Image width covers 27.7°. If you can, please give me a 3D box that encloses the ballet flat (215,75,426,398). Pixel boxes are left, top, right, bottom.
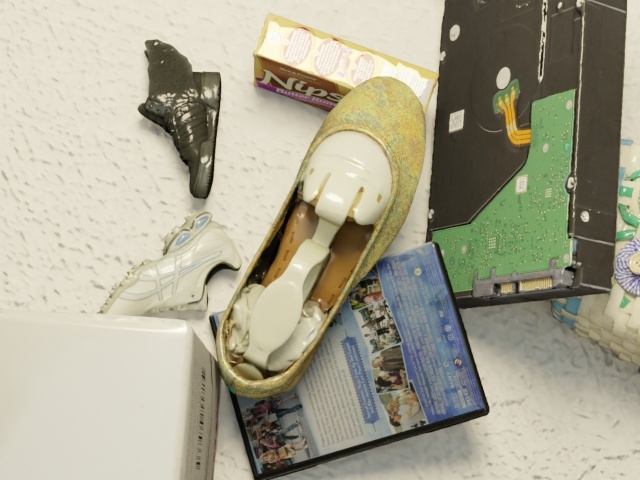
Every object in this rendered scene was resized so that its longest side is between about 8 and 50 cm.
[{"bbox_3d":[0.000,0.000,1.254,0.123,0.123,0.348,28,94,2],"label":"ballet flat"}]

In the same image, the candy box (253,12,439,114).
[{"bbox_3d":[0.023,-0.170,1.360,0.187,0.109,0.053,19,80,0],"label":"candy box"}]

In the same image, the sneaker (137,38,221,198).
[{"bbox_3d":[-0.153,-0.128,1.375,0.089,0.051,0.170,5,75,-2],"label":"sneaker"}]

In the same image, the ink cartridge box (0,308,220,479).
[{"bbox_3d":[-0.186,0.227,1.135,0.166,0.395,0.285,4,79,0],"label":"ink cartridge box"}]

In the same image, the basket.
[{"bbox_3d":[0.387,0.037,1.293,0.289,0.201,0.254,18,78,10],"label":"basket"}]

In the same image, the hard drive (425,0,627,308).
[{"bbox_3d":[0.202,-0.107,1.297,0.064,0.237,0.339,12,77,-29],"label":"hard drive"}]

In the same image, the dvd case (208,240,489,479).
[{"bbox_3d":[0.026,0.124,1.311,0.253,0.022,0.180,-19,82,13],"label":"dvd case"}]

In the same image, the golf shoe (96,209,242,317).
[{"bbox_3d":[-0.157,0.052,1.335,0.176,0.069,0.086,-44,91,-8],"label":"golf shoe"}]
